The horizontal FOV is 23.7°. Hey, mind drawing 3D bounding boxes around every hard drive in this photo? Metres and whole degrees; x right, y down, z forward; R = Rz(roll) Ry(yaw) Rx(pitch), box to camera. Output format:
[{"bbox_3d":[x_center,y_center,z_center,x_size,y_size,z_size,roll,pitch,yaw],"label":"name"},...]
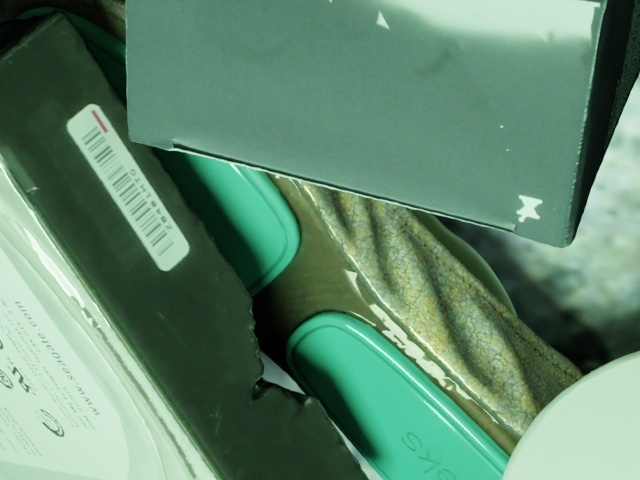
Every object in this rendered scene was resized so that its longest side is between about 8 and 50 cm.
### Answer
[{"bbox_3d":[-0.155,0.032,0.686,0.339,0.064,0.237,-1,127,51],"label":"hard drive"}]

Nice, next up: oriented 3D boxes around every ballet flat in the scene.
[{"bbox_3d":[0.000,0.000,0.645,0.316,0.106,0.107,48,135,-11],"label":"ballet flat"}]

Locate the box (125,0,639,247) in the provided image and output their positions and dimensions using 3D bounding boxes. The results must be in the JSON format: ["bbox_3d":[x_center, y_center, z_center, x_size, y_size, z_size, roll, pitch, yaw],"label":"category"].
[{"bbox_3d":[0.034,-0.091,0.533,0.156,0.158,0.093,14,127,14],"label":"box"}]

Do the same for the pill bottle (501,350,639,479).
[{"bbox_3d":[0.165,0.168,0.593,0.160,0.160,0.283,0,145,24],"label":"pill bottle"}]
